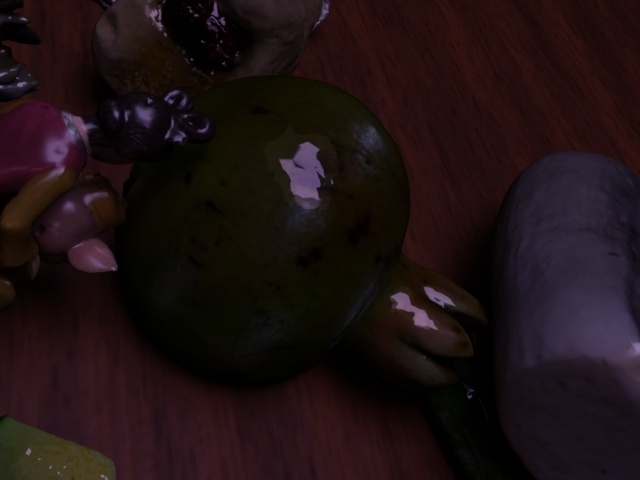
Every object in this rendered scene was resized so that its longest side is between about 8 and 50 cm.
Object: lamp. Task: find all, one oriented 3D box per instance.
[{"bbox_3d":[-0.182,-0.017,0.370,0.253,0.118,0.118,-18,63,-25],"label":"lamp"}]

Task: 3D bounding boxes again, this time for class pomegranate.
[{"bbox_3d":[-0.012,0.001,0.455,0.190,0.159,0.241,-18,67,-39],"label":"pomegranate"}]

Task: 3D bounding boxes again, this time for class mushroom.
[{"bbox_3d":[0.208,0.023,0.568,0.177,0.126,0.397,46,31,-19],"label":"mushroom"}]

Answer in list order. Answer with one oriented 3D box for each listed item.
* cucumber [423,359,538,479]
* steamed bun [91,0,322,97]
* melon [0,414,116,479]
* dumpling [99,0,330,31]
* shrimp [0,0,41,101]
[{"bbox_3d":[0.131,0.174,0.466,0.056,0.056,0.250,-2,52,-33],"label":"cucumber"},{"bbox_3d":[-0.067,-0.169,0.551,0.141,0.155,0.172,46,45,-17],"label":"steamed bun"},{"bbox_3d":[-0.087,0.170,0.331,0.209,0.064,0.118,28,38,-11],"label":"melon"},{"bbox_3d":[-0.144,-0.271,0.671,0.332,0.086,0.166,20,42,-10],"label":"dumpling"},{"bbox_3d":[-0.316,-0.101,0.374,0.185,0.068,0.287,14,19,31],"label":"shrimp"}]
